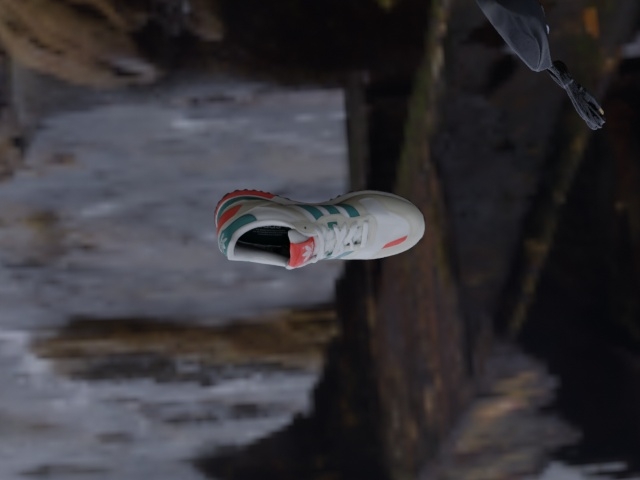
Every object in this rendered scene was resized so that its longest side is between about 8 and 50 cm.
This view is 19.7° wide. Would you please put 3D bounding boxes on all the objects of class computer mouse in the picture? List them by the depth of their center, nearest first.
[{"bbox_3d":[0.206,-0.167,1.636,0.041,0.071,0.242,-37,145,13],"label":"computer mouse"}]

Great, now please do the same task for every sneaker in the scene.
[{"bbox_3d":[0.000,0.000,1.385,0.161,0.057,0.075,3,-153,-3],"label":"sneaker"}]
